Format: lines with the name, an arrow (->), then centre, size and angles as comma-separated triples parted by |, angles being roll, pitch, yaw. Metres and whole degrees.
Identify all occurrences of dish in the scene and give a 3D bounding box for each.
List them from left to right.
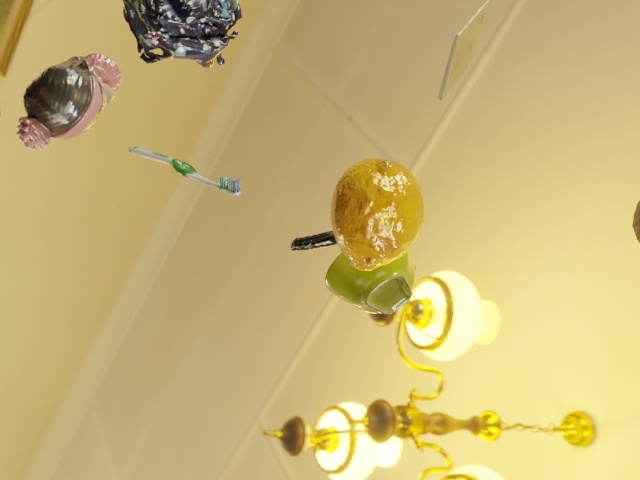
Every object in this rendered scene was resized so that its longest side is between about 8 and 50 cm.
dish -> 0.144, 0.101, 1.719 | 0.221, 0.262, 0.108 | -36, -127, 5

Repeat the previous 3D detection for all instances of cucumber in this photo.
cucumber -> 0.000, 0.001, 1.581 | 0.034, 0.134, 0.033 | -99, 180, -55

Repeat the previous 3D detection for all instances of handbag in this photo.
handbag -> -0.206, -0.379, 1.036 | 0.113, 0.161, 0.260 | -34, -112, 58

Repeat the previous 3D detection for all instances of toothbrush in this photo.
toothbrush -> -0.250, -0.129, 1.299 | 0.303, 0.030, 0.030 | 21, -85, 36

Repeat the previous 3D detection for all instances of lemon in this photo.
lemon -> 0.084, -0.037, 1.080 | 0.142, 0.142, 0.187 | 45, -46, 46

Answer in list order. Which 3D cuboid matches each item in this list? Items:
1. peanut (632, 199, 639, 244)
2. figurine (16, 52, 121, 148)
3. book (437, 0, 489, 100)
peanut -> 0.580, -0.033, 1.162 | 0.120, 0.298, 0.136 | 44, -71, 23
figurine -> -0.206, -0.121, 0.594 | 0.072, 0.054, 0.129 | -28, -155, 10
book -> 0.324, -0.430, 1.633 | 0.013, 0.192, 0.168 | 26, -42, 15
